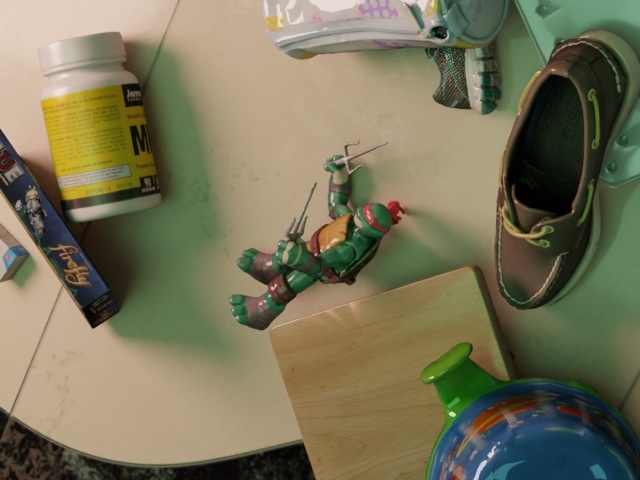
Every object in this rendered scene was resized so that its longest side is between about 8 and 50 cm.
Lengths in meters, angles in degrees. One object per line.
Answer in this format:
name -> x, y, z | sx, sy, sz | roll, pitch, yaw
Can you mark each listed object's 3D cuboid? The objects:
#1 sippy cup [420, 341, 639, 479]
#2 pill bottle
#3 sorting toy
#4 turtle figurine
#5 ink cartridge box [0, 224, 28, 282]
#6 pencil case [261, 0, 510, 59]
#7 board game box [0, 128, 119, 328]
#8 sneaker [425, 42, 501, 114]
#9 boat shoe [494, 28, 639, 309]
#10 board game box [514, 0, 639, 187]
sippy cup -> 0.216, 0.251, 1.477 | 0.305, 0.224, 0.240 | 19, 89, 4
pill bottle -> -0.261, -0.132, 1.794 | 0.119, 0.119, 0.209 | -9, 95, 26
sorting toy -> 0.107, 0.176, 1.692 | 0.257, 0.089, 0.256 | -18, 90, 26
turtle figurine -> 0.000, 0.000, 1.686 | 0.118, 0.175, 0.234 | 46, 123, -8
ink cartridge box -> -0.413, 0.007, 1.936 | 0.083, 0.028, 0.048 | 44, 113, 12
pencil case -> 0.064, -0.247, 1.586 | 0.273, 0.113, 0.124 | 5, 65, 45
board game box -> -0.326, -0.016, 1.822 | 0.042, 0.165, 0.243 | -34, 83, -10
sneaker -> 0.144, -0.215, 1.628 | 0.076, 0.065, 0.167 | 1, 97, 29
boat shoe -> 0.229, -0.055, 1.548 | 0.116, 0.096, 0.324 | 33, 131, 25
board game box -> 0.374, -0.297, 1.490 | 0.390, 0.050, 0.390 | -23, 96, 26
